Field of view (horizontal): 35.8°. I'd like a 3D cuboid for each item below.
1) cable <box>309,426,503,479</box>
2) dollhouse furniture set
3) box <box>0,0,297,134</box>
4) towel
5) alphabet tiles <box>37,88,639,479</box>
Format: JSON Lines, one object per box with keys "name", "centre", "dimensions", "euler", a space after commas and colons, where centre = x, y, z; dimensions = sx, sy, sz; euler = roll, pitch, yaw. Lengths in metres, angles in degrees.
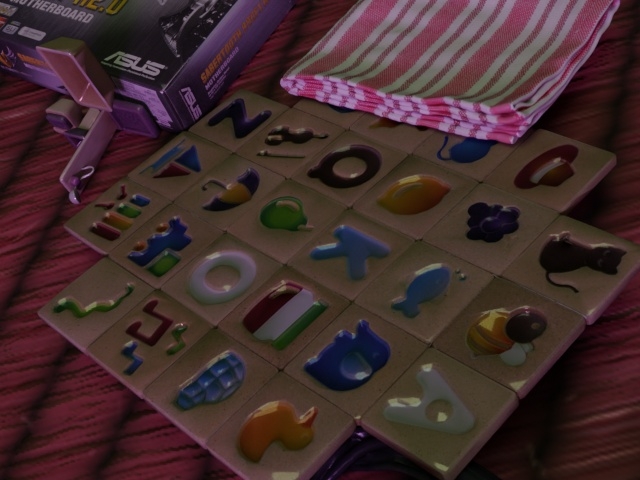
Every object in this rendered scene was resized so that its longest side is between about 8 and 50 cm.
{"name": "cable", "centre": [0.028, 0.166, 0.488], "dimensions": [0.184, 0.047, 0.150], "euler": [26, 79, 47]}
{"name": "dollhouse furniture set", "centre": [-0.189, -0.084, 0.700], "dimensions": [0.091, 0.114, 0.081], "euler": [15, 66, 24]}
{"name": "box", "centre": [-0.148, -0.193, 0.797], "dimensions": [0.231, 0.056, 0.183], "euler": [22, 66, 29]}
{"name": "towel", "centre": [0.085, -0.137, 0.679], "dimensions": [0.197, 0.029, 0.144], "euler": [18, 54, 35]}
{"name": "alphabet tiles", "centre": [0.000, 0.000, 0.599], "dimensions": [0.342, 0.011, 0.285], "euler": [27, 59, 40]}
